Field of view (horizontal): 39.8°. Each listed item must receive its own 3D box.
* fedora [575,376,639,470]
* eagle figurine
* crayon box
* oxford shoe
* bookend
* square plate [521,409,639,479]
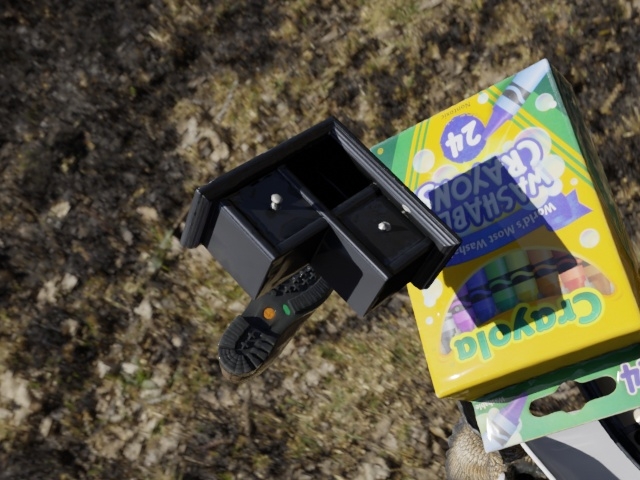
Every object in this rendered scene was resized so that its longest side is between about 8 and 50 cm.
[{"bbox_3d":[0.421,0.134,0.961,0.152,0.334,0.334,-48,51,37],"label":"fedora"},{"bbox_3d":[0.289,0.327,1.441,0.298,0.225,0.226,27,88,41],"label":"eagle figurine"},{"bbox_3d":[0.185,0.017,0.842,0.203,0.083,0.323,-25,66,27],"label":"crayon box"},{"bbox_3d":[-0.058,0.099,1.182,0.082,0.096,0.227,39,64,14],"label":"oxford shoe"},{"bbox_3d":[0.000,0.000,0.710,0.157,0.072,0.156,-32,71,-36],"label":"bookend"},{"bbox_3d":[0.445,0.303,0.992,0.347,0.049,0.344,-8,34,-18],"label":"square plate"}]
